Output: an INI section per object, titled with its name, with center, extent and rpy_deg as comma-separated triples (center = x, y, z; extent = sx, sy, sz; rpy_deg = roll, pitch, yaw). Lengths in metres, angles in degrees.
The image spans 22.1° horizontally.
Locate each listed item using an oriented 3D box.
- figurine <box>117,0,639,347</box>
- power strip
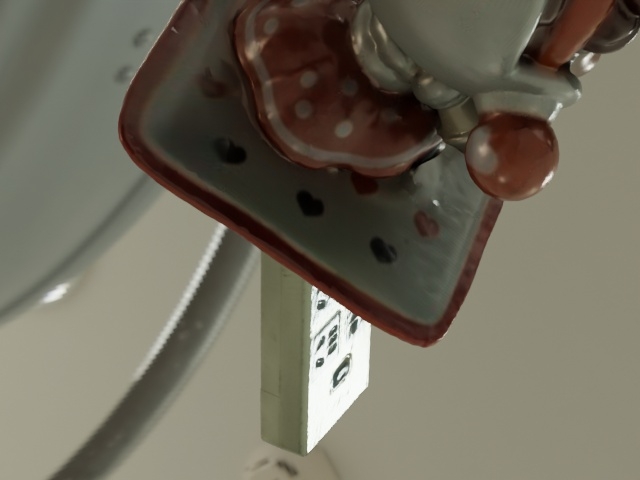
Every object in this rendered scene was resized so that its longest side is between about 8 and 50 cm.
[figurine]
center = 0.063, -0.107, 0.592
extent = 0.160, 0.183, 0.226
rpy_deg = 33, -38, -11
[power strip]
center = 0.000, 0.000, 1.139
extent = 0.043, 0.106, 0.367
rpy_deg = 20, -51, 24
